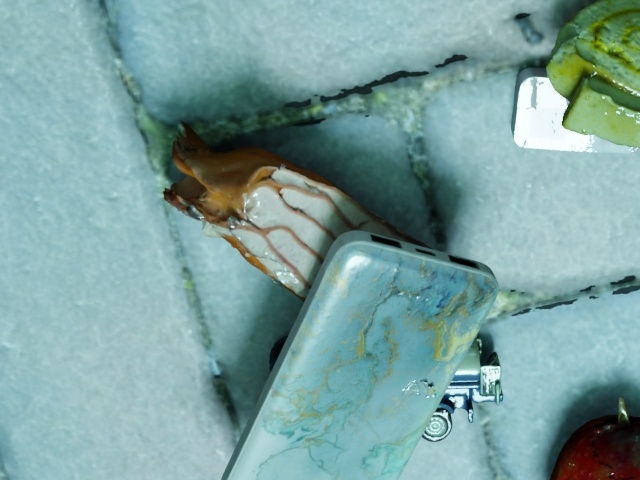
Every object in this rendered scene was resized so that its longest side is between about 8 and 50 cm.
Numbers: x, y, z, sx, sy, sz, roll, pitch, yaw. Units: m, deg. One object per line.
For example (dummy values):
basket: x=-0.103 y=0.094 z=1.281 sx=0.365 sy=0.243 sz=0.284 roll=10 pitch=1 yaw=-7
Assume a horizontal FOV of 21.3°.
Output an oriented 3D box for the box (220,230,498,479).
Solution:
box: x=0.028 y=0.122 z=1.384 sx=0.142 sy=0.044 sz=0.285 roll=15 pitch=120 yaw=-18

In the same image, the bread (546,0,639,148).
bread: x=0.253 y=-0.129 z=1.315 sx=0.156 sy=0.117 sz=0.064 roll=9 pitch=152 yaw=1

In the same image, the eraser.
eraser: x=0.209 y=-0.105 z=1.373 sx=0.105 sy=0.026 sz=0.065 roll=2 pitch=114 yaw=-1

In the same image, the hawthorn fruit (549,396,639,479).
hawthorn fruit: x=0.264 y=0.217 z=1.477 sx=0.148 sy=0.148 sz=0.172 roll=-2 pitch=98 yaw=1

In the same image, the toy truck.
toy truck: x=0.055 y=0.122 z=1.461 sx=0.202 sy=0.074 sz=0.088 roll=-2 pitch=112 yaw=1

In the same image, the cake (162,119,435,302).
cake: x=-0.003 y=0.006 z=1.370 sx=0.287 sy=0.135 sz=0.098 roll=32 pitch=85 yaw=-16
